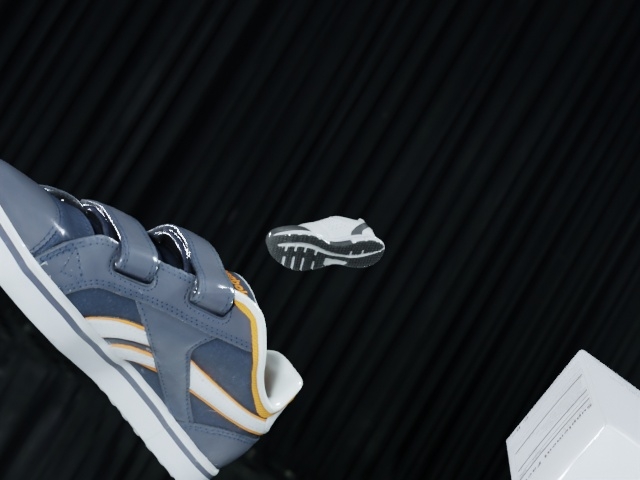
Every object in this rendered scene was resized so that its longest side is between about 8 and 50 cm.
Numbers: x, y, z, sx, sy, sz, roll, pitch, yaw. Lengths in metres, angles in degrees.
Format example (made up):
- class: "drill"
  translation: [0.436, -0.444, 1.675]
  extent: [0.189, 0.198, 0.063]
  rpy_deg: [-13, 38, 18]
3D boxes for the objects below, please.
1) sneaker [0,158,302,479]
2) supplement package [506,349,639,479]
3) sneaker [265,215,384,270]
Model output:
- class: "sneaker"
  translation: [-0.126, 0.035, 1.026]
  extent: [0.321, 0.127, 0.126]
  rpy_deg: [55, -2, -41]
- class: "supplement package"
  translation: [0.363, 0.295, 1.915]
  extent: [0.177, 0.175, 0.293]
  rpy_deg: [36, 13, -5]
- class: "sneaker"
  translation: [0.000, 0.000, 1.313]
  extent: [0.109, 0.040, 0.044]
  rpy_deg: [4, 38, -27]
